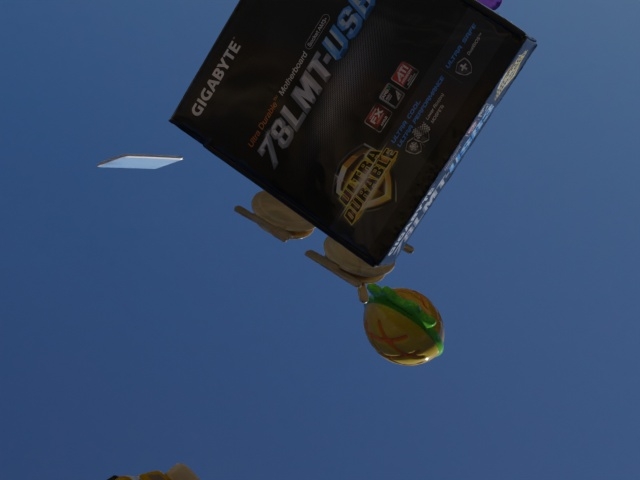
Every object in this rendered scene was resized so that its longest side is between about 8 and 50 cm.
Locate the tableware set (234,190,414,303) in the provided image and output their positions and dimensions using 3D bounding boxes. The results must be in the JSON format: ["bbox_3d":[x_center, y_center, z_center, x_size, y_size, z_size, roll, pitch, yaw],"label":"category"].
[{"bbox_3d":[0.000,0.000,1.892,0.194,0.039,0.128,31,-145,22],"label":"tableware set"}]

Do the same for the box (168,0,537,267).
[{"bbox_3d":[0.030,-0.171,1.716,0.293,0.295,0.073,36,-168,13],"label":"box"}]

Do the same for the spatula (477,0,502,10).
[{"bbox_3d":[0.146,-0.313,2.308,0.084,0.030,0.296,20,159,-31],"label":"spatula"}]

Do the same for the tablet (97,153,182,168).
[{"bbox_3d":[-0.201,-0.088,1.779,0.083,0.006,0.054,0,169,-43],"label":"tablet"}]

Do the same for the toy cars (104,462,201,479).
[{"bbox_3d":[-0.086,0.323,1.503,0.087,0.393,0.176,-42,-147,-11],"label":"toy cars"}]

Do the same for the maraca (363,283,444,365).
[{"bbox_3d":[0.112,0.110,2.181,0.127,0.099,0.185,26,162,16],"label":"maraca"}]
